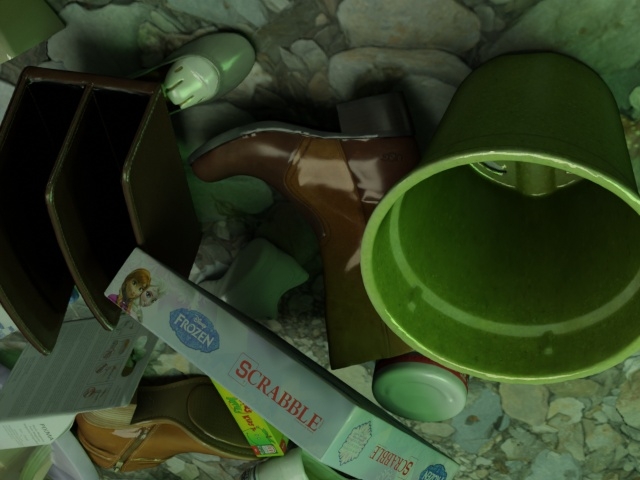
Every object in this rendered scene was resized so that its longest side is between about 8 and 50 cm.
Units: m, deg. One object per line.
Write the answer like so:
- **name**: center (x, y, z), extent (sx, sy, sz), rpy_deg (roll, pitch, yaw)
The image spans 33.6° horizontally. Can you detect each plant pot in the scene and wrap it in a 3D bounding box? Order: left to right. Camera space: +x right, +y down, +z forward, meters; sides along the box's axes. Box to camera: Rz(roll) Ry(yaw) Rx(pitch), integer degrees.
- **plant pot**: center (-0.361, -0.237, 1.133), extent (0.109, 0.109, 0.096), rpy_deg (-17, 110, 28)
- **plant pot**: center (0.198, -0.047, 1.028), extent (0.276, 0.254, 0.276), rpy_deg (9, 132, 10)

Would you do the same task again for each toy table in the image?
- **toy table**: center (-0.462, 0.330, 1.564), extent (0.252, 0.161, 0.274), rpy_deg (-9, 120, 52)

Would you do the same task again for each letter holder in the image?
- **letter holder**: center (-0.248, -0.006, 1.163), extent (0.152, 0.214, 0.302), rpy_deg (8, 149, 8)

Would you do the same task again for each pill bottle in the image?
- **pill bottle**: center (0.124, 0.106, 1.221), extent (0.108, 0.180, 0.108), rpy_deg (8, 142, 7)

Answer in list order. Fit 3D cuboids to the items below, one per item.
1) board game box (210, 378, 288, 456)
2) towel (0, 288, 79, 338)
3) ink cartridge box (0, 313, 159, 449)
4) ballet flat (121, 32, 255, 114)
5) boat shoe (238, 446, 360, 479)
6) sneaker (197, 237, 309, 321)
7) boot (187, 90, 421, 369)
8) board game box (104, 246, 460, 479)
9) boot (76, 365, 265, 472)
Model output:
- **board game box**: center (-0.090, 0.197, 1.427), extent (0.043, 0.092, 0.181), rpy_deg (-8, 127, 24)
- **towel**: center (-0.492, 0.054, 1.463), extent (0.285, 0.034, 0.209), rpy_deg (-23, 118, 29)
- **ink cartridge box**: center (-0.314, 0.182, 1.415), extent (0.232, 0.189, 0.066), rpy_deg (-6, 128, 20)
- **ballet flat**: center (-0.166, -0.162, 1.158), extent (0.213, 0.068, 0.072), rpy_deg (-17, 122, 27)
- **boat shoe**: center (0.054, 0.397, 1.536), extent (0.156, 0.135, 0.367), rpy_deg (-35, 124, 17)
- **sneaker**: center (-0.102, 0.083, 1.351), extent (0.094, 0.080, 0.212), rpy_deg (29, 133, -29)
- **boot**: center (0.000, 0.000, 1.156), extent (0.264, 0.096, 0.280), rpy_deg (-11, 94, 11)
- **board game box**: center (-0.033, 0.155, 1.149), extent (0.319, 0.066, 0.318), rpy_deg (31, 175, 33)
- **boot**: center (-0.219, 0.292, 1.543), extent (0.284, 0.109, 0.220), rpy_deg (14, 140, -10)
